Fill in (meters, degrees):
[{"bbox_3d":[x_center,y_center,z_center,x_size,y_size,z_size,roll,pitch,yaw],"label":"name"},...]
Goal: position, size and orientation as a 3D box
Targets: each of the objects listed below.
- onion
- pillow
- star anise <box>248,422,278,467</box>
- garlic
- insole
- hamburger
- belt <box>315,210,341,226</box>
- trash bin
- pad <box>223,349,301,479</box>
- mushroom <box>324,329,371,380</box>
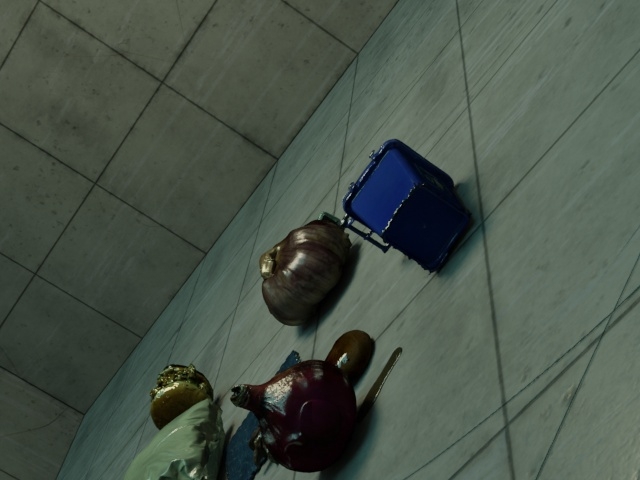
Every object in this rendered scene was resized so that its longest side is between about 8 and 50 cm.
[{"bbox_3d":[-0.037,0.262,1.574,0.135,0.198,0.173,1,76,68],"label":"onion"},{"bbox_3d":[-0.315,0.493,2.131,0.283,0.138,0.310,-44,15,12],"label":"pillow"},{"bbox_3d":[-0.089,0.344,1.876,0.141,0.042,0.141,-49,20,25],"label":"star anise"},{"bbox_3d":[-0.047,0.059,2.179,0.245,0.160,0.245,-59,3,6],"label":"garlic"},{"bbox_3d":[0.090,0.224,1.620,0.135,0.002,0.045,-58,13,-8],"label":"insole"},{"bbox_3d":[-0.322,0.373,2.452,0.131,0.159,0.185,-86,11,-73],"label":"hamburger"},{"bbox_3d":[0.000,0.000,2.383,0.140,0.058,0.105,-66,10,-23],"label":"belt"},{"bbox_3d":[0.143,-0.046,1.753,0.184,0.162,0.234,-55,18,10],"label":"trash bin"},{"bbox_3d":[-0.107,0.354,2.021,0.269,0.012,0.270,-56,12,3],"label":"pad"},{"bbox_3d":[0.039,0.201,1.760,0.123,0.052,0.123,-49,14,16],"label":"mushroom"}]
